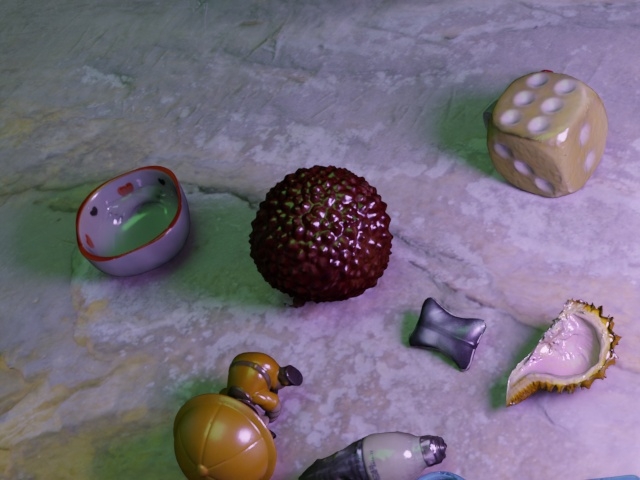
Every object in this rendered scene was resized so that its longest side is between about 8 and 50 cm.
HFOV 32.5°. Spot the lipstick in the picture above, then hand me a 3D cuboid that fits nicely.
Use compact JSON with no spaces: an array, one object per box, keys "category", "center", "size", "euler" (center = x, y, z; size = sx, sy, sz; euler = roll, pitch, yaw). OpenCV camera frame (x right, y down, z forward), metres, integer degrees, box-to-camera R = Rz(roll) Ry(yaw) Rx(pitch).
[{"category":"lipstick","center":[0.403,-0.287,2.197],"size":[0.057,0.063,0.186],"euler":[29,62,38]}]

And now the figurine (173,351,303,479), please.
[{"category":"figurine","center":[-0.149,0.306,1.872],"size":[0.192,0.167,0.256],"euler":[-11,45,34]}]

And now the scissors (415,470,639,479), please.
[{"category":"scissors","center":[0.296,0.412,1.672],"size":[0.393,0.032,0.180],"euler":[-13,49,13]}]

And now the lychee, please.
[{"category":"lychee","center":[0.000,0.000,2.015],"size":[0.264,0.300,0.264],"euler":[14,31,-9]}]

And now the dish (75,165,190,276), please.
[{"category":"dish","center":[-0.376,-0.025,2.281],"size":[0.256,0.117,0.256],"euler":[-12,48,14]}]

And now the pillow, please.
[{"category":"pillow","center":[0.218,0.160,1.902],"size":[0.136,0.055,0.091],"euler":[25,68,39]}]

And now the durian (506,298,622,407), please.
[{"category":"durian","center":[0.390,0.201,1.783],"size":[0.224,0.078,0.140],"euler":[-40,59,3]}]

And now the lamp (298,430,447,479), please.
[{"category":"lamp","center":[0.081,0.362,1.765],"size":[0.250,0.101,0.101],"euler":[-20,46,19]}]

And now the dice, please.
[{"category":"dice","center":[0.419,-0.195,2.031],"size":[0.166,0.169,0.169],"euler":[19,62,35]}]
